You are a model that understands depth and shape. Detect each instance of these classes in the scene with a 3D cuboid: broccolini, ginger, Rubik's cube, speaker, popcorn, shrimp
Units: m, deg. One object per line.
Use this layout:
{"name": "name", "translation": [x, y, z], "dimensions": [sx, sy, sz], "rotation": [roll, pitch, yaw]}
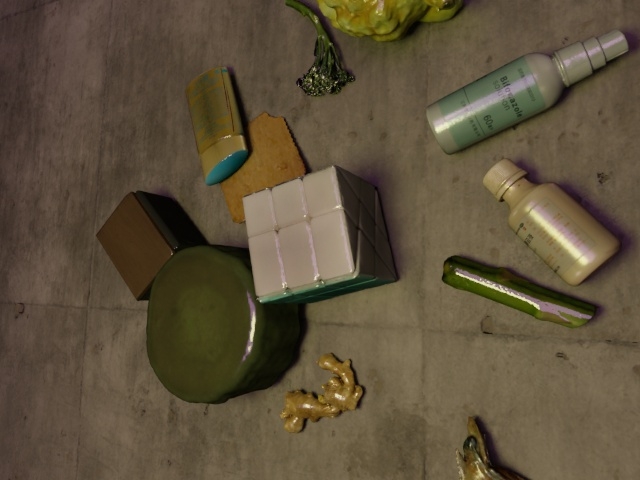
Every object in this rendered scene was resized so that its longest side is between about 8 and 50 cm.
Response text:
{"name": "broccolini", "translation": [-0.031, -0.449, 1.271], "dimensions": [0.123, 0.062, 0.271], "rotation": [-28, 77, 7]}
{"name": "ginger", "translation": [0.001, 0.341, 1.171], "dimensions": [0.176, 0.053, 0.193], "rotation": [10, 88, 34]}
{"name": "Rubik's cube", "translation": [0.000, 0.000, 1.109], "dimensions": [0.225, 0.231, 0.221], "rotation": [-16, 77, 24]}
{"name": "speaker", "translation": [-0.422, 0.015, 1.376], "dimensions": [0.192, 0.153, 0.231], "rotation": [-48, 66, 16]}
{"name": "popcorn", "translation": [0.115, -0.544, 1.085], "dimensions": [0.279, 0.274, 0.335], "rotation": [-21, 75, 27]}
{"name": "shrimp", "translation": [0.337, 0.467, 0.959], "dimensions": [0.168, 0.077, 0.317], "rotation": [-6, 64, -14]}

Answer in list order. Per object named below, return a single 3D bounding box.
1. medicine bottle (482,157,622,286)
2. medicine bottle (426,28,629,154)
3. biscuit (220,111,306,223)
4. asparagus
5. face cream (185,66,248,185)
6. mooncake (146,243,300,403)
{"name": "medicine bottle", "translation": [0.399, -0.043, 0.966], "dimensions": [0.114, 0.114, 0.252], "rotation": [-46, 67, 16]}
{"name": "medicine bottle", "translation": [0.376, -0.282, 1.007], "dimensions": [0.352, 0.110, 0.110], "rotation": [-25, 73, 24]}
{"name": "biscuit", "translation": [-0.157, -0.186, 1.321], "dimensions": [0.232, 0.013, 0.236], "rotation": [-33, 63, 21]}
{"name": "asparagus", "translation": [0.360, 0.097, 1.005], "dimensions": [0.278, 0.060, 0.067], "rotation": [23, 76, 28]}
{"name": "face cream", "translation": [-0.260, -0.288, 1.358], "dimensions": [0.139, 0.067, 0.284], "rotation": [-25, 68, 25]}
{"name": "mooncake", "translation": [-0.223, 0.183, 1.231], "dimensions": [0.357, 0.194, 0.356], "rotation": [-6, 79, 30]}
